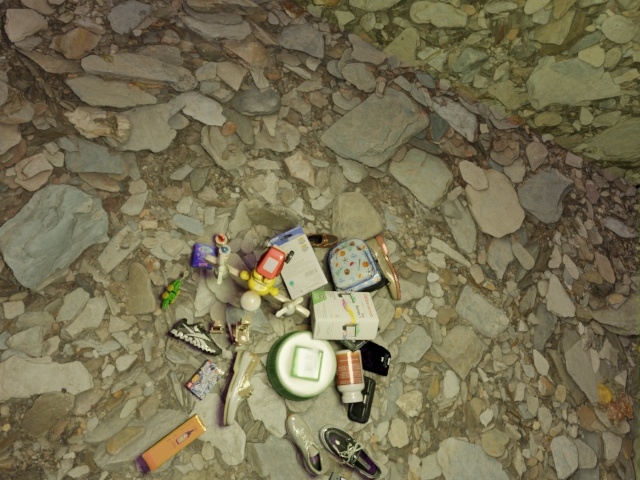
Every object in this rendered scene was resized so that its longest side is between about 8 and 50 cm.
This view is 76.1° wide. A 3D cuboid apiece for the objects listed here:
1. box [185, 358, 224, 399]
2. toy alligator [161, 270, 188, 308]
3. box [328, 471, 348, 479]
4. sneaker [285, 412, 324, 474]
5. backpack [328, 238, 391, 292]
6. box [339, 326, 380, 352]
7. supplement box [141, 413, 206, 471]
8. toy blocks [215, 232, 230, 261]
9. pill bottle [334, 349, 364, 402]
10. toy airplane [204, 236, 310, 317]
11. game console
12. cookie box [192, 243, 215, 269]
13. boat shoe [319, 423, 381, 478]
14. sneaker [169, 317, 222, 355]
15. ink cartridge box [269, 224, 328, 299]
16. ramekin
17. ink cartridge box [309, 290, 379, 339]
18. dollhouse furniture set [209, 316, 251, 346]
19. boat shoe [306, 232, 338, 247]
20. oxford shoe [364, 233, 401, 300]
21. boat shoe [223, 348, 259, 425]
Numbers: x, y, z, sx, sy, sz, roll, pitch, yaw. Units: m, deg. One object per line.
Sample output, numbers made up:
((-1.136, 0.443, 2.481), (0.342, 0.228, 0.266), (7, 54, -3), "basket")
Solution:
((-0.481, 0.580, 1.710), (0.094, 0.027, 0.137), (41, 64, -1), "box")
((-0.645, 0.209, 1.785), (0.051, 0.056, 0.190), (10, 61, 31), "toy alligator")
((0.068, 1.025, 1.656), (0.072, 0.137, 0.126), (32, 65, -3), "box")
((-0.052, 0.842, 1.696), (0.099, 0.121, 0.263), (-27, 80, -25), "sneaker")
((0.157, 0.129, 1.959), (0.276, 0.213, 0.264), (-23, 58, 8), "backpack")
((0.134, 0.395, 1.872), (0.175, 0.051, 0.220), (-21, 41, -38), "box")
((-0.563, 0.778, 1.586), (0.233, 0.080, 0.078), (-32, 83, -23), "supplement box")
((-0.443, 0.020, 1.860), (0.054, 0.148, 0.123), (-8, 73, -20), "toy blocks")
((0.129, 0.596, 1.801), (0.121, 0.121, 0.216), (1, 69, -17), "pill bottle")
((-0.271, 0.199, 1.729), (0.385, 0.385, 0.273), (-4, 38, 24), "toy airplane")
((0.198, 0.644, 1.891), (0.213, 0.044, 0.362), (20, 65, -8), "game console")
((-0.533, 0.075, 1.872), (0.091, 0.040, 0.107), (9, 68, -14), "cookie box")
((0.130, 0.903, 1.738), (0.306, 0.105, 0.113), (45, 64, 2), "boat shoe")
((-0.512, 0.403, 1.737), (0.234, 0.078, 0.106), (28, 67, -4), "sneaker")
((-0.108, 0.104, 1.946), (0.185, 0.065, 0.311), (-26, 81, 3), "ink cartridge box")
((-0.076, 0.540, 1.784), (0.303, 0.148, 0.304), (6, 69, -15), "ramekin")
((0.099, 0.329, 1.808), (0.277, 0.117, 0.201), (3, 31, -9), "ink cartridge box")
((-0.384, 0.387, 1.725), (0.160, 0.182, 0.101), (4, 69, -16), "dollhouse furniture set")
((0.000, 0.000, 2.049), (0.206, 0.073, 0.073), (-8, 70, -21), "boat shoe")
((0.312, 0.151, 2.087), (0.130, 0.123, 0.349), (-20, 78, 4), "oxford shoe")
((-0.327, 0.612, 1.699), (0.103, 0.113, 0.303), (13, 66, -6), "boat shoe")
